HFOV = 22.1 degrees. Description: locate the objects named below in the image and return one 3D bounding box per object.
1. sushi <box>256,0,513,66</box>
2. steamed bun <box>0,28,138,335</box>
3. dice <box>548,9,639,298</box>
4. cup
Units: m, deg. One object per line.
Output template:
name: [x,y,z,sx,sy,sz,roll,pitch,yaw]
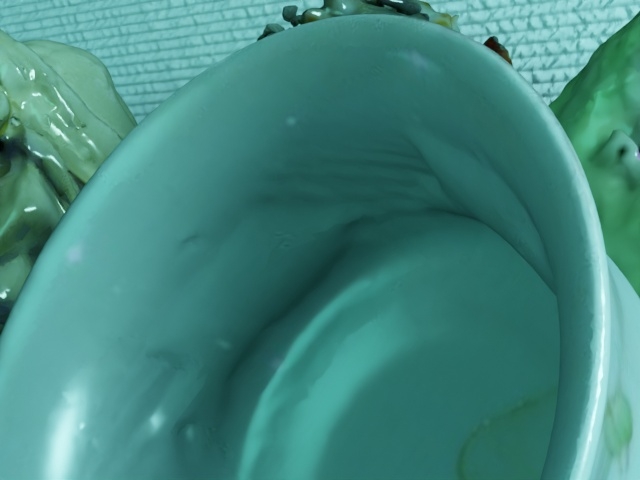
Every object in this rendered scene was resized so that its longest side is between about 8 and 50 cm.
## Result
sushi: [0.002,-0.004,1.248,0.417,0.175,0.418,-20,62,42]
steamed bun: [-0.311,-0.018,1.460,0.339,0.352,0.247,-57,34,11]
dice: [0.294,0.046,0.802,0.318,0.322,0.330,-4,74,47]
cup: [0.016,0.093,0.706,0.347,0.163,0.347,-23,54,35]
